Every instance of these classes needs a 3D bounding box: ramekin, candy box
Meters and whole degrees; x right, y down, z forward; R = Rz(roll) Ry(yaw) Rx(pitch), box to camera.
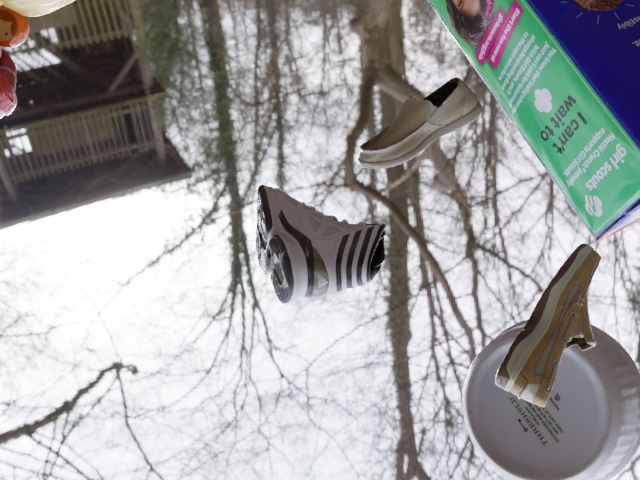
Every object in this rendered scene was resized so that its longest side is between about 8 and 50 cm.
[{"bbox_3d":[0.340,0.246,1.107,0.272,0.273,0.127,10,178,31],"label":"ramekin"},{"bbox_3d":[0.285,-0.198,0.666,0.268,0.122,0.317,-23,-111,-16],"label":"candy box"}]

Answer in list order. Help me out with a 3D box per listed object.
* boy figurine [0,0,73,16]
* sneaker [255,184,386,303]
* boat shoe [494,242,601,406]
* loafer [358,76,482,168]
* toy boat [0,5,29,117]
[{"bbox_3d":[-0.368,-0.351,0.972,0.284,0.092,0.177,-10,-175,-5],"label":"boy figurine"},{"bbox_3d":[0.000,0.001,1.645,0.257,0.169,0.447,-2,-154,-14],"label":"sneaker"},{"bbox_3d":[0.265,0.094,0.799,0.072,0.068,0.190,29,-102,22],"label":"boat shoe"},{"bbox_3d":[0.180,-0.228,1.412,0.268,0.092,0.102,-31,-155,-11],"label":"loafer"},{"bbox_3d":[-0.482,-0.277,1.060,0.151,0.151,0.231,-40,-142,9],"label":"toy boat"}]
